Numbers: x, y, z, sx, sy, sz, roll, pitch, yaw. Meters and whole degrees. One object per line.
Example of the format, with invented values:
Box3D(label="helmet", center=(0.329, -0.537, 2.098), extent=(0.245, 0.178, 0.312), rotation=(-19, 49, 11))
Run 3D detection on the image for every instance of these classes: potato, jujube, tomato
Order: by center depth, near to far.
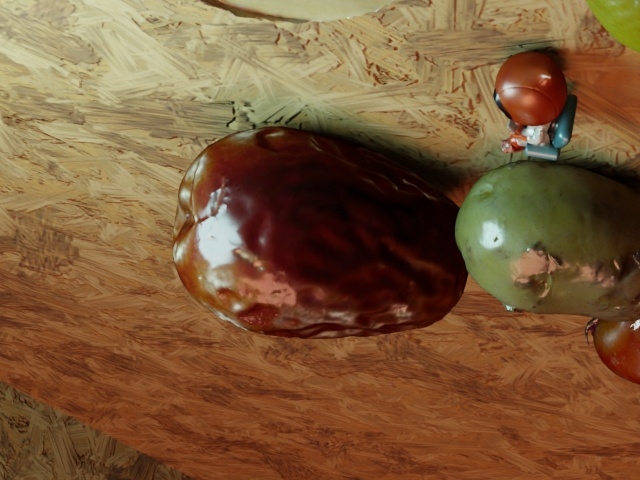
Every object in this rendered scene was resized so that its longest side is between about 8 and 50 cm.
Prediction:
Box3D(label="potato", center=(0.272, 0.002, 1.672), extent=(0.262, 0.165, 0.165), rotation=(9, 160, -12))
Box3D(label="jujube", center=(0.000, 0.000, 1.712), extent=(0.318, 0.223, 0.223), rotation=(11, 160, -18))
Box3D(label="tomato", center=(0.393, 0.095, 1.825), extent=(0.167, 0.167, 0.167), rotation=(11, 159, 4))

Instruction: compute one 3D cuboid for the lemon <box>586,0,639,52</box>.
Box3D(label="lemon", center=(0.278, -0.208, 1.086), extent=(0.248, 0.184, 0.184), rotation=(-1, 155, 34))

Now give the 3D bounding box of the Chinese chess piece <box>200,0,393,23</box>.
Box3D(label="Chinese chess piece", center=(-0.029, -0.264, 1.222), extent=(0.249, 0.103, 0.250), rotation=(10, 158, 4))

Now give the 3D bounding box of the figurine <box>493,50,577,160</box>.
Box3D(label="figurine", center=(0.201, -0.126, 1.489), extent=(0.075, 0.068, 0.140), rotation=(10, 161, 13))
